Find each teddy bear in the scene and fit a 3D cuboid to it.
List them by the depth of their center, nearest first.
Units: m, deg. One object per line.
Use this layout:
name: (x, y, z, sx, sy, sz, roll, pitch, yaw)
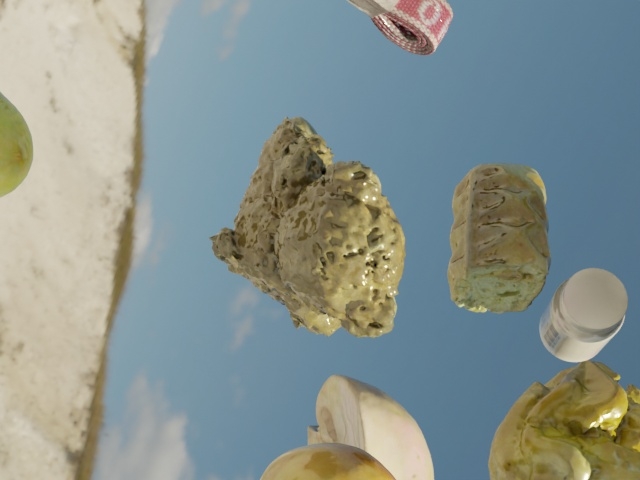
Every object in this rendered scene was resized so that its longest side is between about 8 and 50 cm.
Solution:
teddy bear: (0.000, 0.000, 1.143, 0.256, 0.156, 0.267, 4, -71, 52)

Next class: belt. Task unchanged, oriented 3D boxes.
belt: (0.029, -0.262, 0.999, 0.053, 0.232, 0.071, -63, -162, -15)

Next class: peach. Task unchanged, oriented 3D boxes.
peach: (0.014, 0.321, 1.185, 0.184, 0.184, 0.184, -50, -152, 40)

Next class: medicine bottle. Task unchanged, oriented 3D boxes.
medicine bottle: (0.377, 0.108, 1.492, 0.186, 0.103, 0.102, 79, 24, -71)

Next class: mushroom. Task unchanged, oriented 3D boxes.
mushroom: (0.086, 0.291, 1.564, 0.236, 0.162, 0.173, 167, -73, -66)

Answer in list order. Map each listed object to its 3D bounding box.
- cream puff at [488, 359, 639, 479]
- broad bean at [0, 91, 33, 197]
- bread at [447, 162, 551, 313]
cream puff: (0.442, 0.348, 1.651, 0.257, 0.325, 0.291, -59, 168, -26)
broad bean: (-0.400, -0.143, 1.029, 0.121, 0.263, 0.189, -2, -140, 31)
bread: (0.260, -0.014, 1.518, 0.152, 0.130, 0.267, -20, -144, 25)
